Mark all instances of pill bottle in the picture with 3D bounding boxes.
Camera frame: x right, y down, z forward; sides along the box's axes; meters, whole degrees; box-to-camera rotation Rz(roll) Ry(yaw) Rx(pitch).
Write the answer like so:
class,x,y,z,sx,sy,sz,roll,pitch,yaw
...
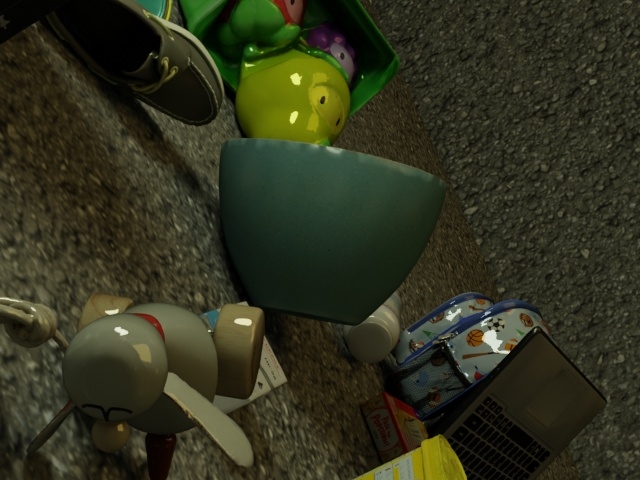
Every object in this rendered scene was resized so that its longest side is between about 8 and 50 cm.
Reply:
class,x,y,z,sx,sy,sz,roll,pitch,yaw
pill bottle,0.079,0.125,2.075,0.087,0.087,0.160,59,14,-14

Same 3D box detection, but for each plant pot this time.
class,x,y,z,sx,sy,sz,roll,pitch,yaw
plant pot,0.000,0.000,1.727,0.290,0.290,0.195,26,74,-68

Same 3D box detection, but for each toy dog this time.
class,x,y,z,sx,sy,sz,roll,pitch,yaw
toy dog,-0.145,0.130,1.085,0.333,0.220,0.161,4,91,-66

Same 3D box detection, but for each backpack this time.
class,x,y,z,sx,sy,sz,roll,pitch,yaw
backpack,0.256,0.206,2.193,0.276,0.263,0.213,31,33,-64

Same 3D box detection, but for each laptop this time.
class,x,y,z,sx,sy,sz,roll,pitch,yaw
laptop,0.282,0.386,1.863,0.236,0.408,0.382,44,2,32

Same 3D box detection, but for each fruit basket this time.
class,x,y,z,sx,sy,sz,roll,pitch,yaw
fruit basket,-0.036,-0.271,2.130,0.392,0.283,0.392,48,2,-2

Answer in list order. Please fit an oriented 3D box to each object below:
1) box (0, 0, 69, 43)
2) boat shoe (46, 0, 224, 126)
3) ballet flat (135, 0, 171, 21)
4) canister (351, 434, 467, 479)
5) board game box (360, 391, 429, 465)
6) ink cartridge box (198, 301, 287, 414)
class,x,y,z,sx,sy,sz,roll,pitch,yaw
box,-0.272,-0.411,1.280,0.312,0.343,0.179,49,18,-46
boat shoe,-0.222,-0.225,1.617,0.305,0.109,0.091,43,22,-38
ballet flat,-0.247,-0.348,1.848,0.077,0.077,0.231,72,-5,-62
canister,0.078,0.303,1.534,0.073,0.170,0.126,56,15,-25
board game box,0.133,0.325,1.966,0.147,0.045,0.193,36,29,-61
ink cartridge box,-0.096,0.126,1.474,0.104,0.060,0.180,62,13,4
